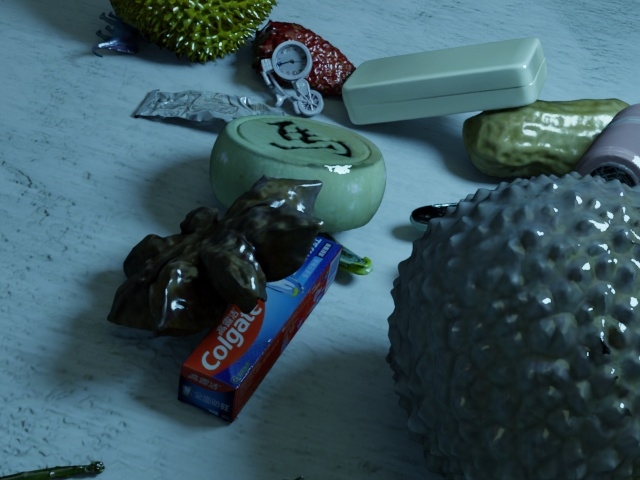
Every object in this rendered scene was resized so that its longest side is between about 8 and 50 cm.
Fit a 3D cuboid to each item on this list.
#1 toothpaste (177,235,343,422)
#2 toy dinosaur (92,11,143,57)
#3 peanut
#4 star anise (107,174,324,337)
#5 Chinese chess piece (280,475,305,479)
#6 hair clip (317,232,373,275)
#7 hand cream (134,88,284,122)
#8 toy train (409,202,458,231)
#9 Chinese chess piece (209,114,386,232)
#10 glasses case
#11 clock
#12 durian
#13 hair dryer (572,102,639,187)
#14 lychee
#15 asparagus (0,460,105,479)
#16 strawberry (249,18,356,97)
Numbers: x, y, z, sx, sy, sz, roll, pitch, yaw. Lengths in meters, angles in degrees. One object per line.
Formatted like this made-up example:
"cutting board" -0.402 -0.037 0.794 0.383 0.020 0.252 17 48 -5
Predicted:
"toothpaste" -0.069 0.097 1.459 0.076 0.066 0.320 22 38 12
"toy dinosaur" -0.334 -0.344 1.936 0.080 0.045 0.197 29 31 5
"peanut" 0.377 -0.155 1.842 0.291 0.143 0.159 -2 36 -14
"star anise" -0.121 0.016 1.427 0.315 0.108 0.315 -29 23 14
"Chinese chess piece" -0.030 0.386 1.051 0.349 0.146 0.349 8 39 -7
"hair clip" 0.000 0.000 1.624 0.188 0.033 0.060 35 41 29
"hand cream" -0.155 -0.197 1.812 0.257 0.050 0.084 13 41 3
"toy train" 0.238 -0.029 1.719 0.234 0.051 0.052 -7 42 -19
"Chinese chess piece" -0.031 -0.097 1.631 0.250 0.101 0.250 9 21 -3
"glasses case" 0.198 -0.255 1.858 0.313 0.070 0.131 -4 28 24
"clock" -0.044 -0.258 1.888 0.087 0.041 0.129 -23 86 4
"durian" -0.206 -0.428 1.933 0.293 0.258 0.258 23 31 -31
"hair dryer" 0.546 -0.095 1.620 0.352 0.125 0.210 8 27 27
"lychee" 0.262 0.116 1.313 0.380 0.380 0.432 14 57 0
"asparagus" -0.294 0.252 1.240 0.127 0.015 0.018 -7 52 -23
"strawberry" -0.017 -0.323 1.974 0.208 0.087 0.167 8 38 -9
